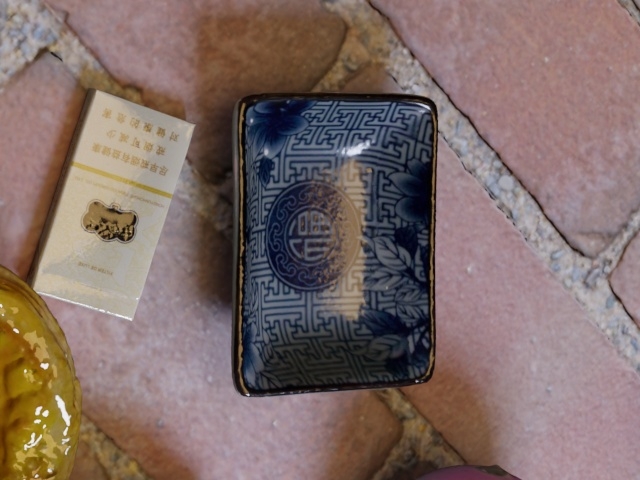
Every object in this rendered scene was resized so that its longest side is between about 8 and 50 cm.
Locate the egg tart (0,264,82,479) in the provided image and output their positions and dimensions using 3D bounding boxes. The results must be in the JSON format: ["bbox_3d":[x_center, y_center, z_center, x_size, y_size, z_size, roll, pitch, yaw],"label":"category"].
[{"bbox_3d":[-0.319,0.129,1.224,0.295,0.116,0.295,-3,97,-28],"label":"egg tart"}]

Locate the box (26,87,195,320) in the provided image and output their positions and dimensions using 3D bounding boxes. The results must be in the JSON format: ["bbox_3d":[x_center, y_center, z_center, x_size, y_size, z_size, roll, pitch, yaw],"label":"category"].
[{"bbox_3d":[-0.165,-0.028,1.328,0.090,0.024,0.167,19,88,-26],"label":"box"}]

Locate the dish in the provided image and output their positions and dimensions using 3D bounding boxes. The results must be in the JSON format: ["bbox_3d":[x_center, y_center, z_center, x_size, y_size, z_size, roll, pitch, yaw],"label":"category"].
[{"bbox_3d":[0.000,0.000,1.379,0.182,0.080,0.243,-2,95,-26],"label":"dish"}]

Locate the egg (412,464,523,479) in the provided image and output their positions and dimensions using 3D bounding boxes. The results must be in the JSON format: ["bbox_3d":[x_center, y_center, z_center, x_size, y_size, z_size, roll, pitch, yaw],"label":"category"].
[{"bbox_3d":[0.117,0.323,1.414,0.196,0.196,0.271,-4,108,-25],"label":"egg"}]
